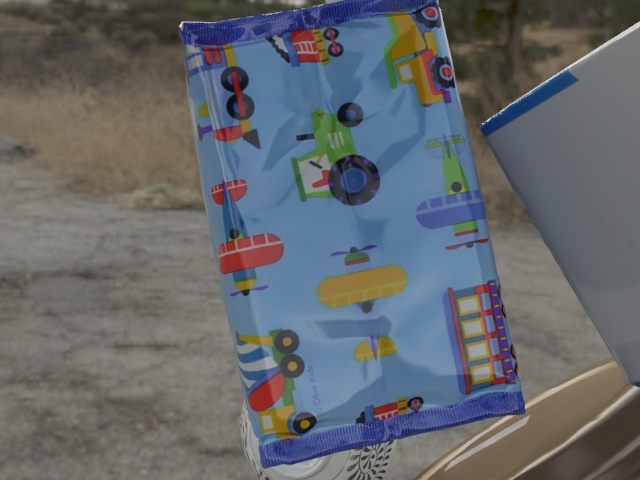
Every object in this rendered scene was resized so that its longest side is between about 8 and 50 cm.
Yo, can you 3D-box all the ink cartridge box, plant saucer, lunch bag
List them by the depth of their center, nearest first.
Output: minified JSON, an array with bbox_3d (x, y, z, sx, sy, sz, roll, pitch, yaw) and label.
[{"bbox_3d":[0.243,-0.062,0.556,0.233,0.168,0.171,-30,-1,-25],"label":"ink cartridge box"},{"bbox_3d":[0.000,0.000,0.671,0.138,0.221,0.293,-11,-3,-7],"label":"lunch bag"},{"bbox_3d":[0.133,0.145,0.713,0.278,0.041,0.278,-33,-5,-3],"label":"plant saucer"}]

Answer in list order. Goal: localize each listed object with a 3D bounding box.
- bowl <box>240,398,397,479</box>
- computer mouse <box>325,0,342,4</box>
[{"bbox_3d":[-0.015,0.193,1.094,0.170,0.170,0.080,5,2,18],"label":"bowl"},{"bbox_3d":[0.010,-0.179,0.667,0.042,0.193,0.106,-25,11,3],"label":"computer mouse"}]
